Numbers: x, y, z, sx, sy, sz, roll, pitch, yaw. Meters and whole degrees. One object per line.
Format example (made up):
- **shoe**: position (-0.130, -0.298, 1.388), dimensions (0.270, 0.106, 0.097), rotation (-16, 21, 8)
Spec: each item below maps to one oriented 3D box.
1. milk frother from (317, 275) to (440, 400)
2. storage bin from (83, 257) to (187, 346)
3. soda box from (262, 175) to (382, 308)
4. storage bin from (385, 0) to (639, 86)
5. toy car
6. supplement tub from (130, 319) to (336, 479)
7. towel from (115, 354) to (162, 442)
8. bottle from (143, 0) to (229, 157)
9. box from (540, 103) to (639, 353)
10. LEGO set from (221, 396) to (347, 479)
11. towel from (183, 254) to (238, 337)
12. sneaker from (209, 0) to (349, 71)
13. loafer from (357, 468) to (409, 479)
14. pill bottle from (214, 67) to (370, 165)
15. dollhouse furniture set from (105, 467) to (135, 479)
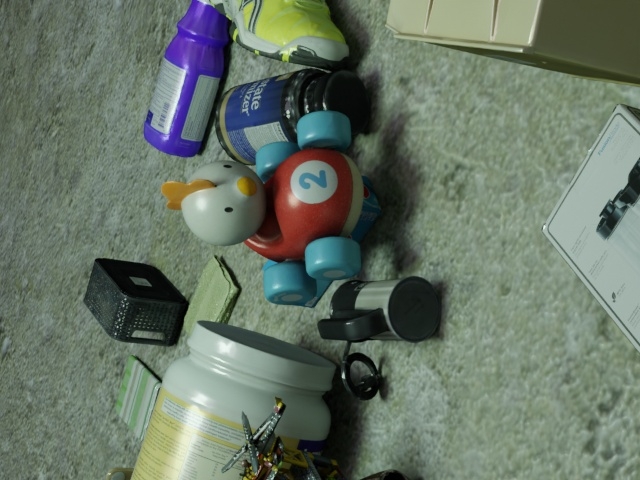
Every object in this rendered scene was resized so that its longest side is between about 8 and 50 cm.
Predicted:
- **milk frother**: position (0.082, 0.127, 1.732), dimensions (0.135, 0.129, 0.143), rotation (-6, 120, 58)
- **storage bin**: position (-0.322, 0.105, 2.340), dimensions (0.180, 0.122, 0.084), rotation (38, 114, 55)
- **soda box**: position (0.000, 0.000, 1.903), dimensions (0.210, 0.067, 0.071), rotation (-54, 40, 35)
- **storage bin**: position (0.243, -0.239, 1.394), dimensions (0.260, 0.262, 0.123), rotation (22, 103, 58)
- **toy car**: position (-0.088, -0.052, 1.767), dimensions (0.210, 0.238, 0.219), rotation (-31, 58, 51)
- **supplement tub**: position (-0.125, 0.297, 1.848), dimensions (0.241, 0.241, 0.331), rotation (22, 94, 58)
- **towel**: position (-0.318, 0.278, 2.390), dimensions (0.152, 0.023, 0.113), rotation (32, 107, 59)
- **bottle**: position (-0.220, -0.288, 2.308), dimensions (0.118, 0.092, 0.283), rotation (38, 114, 54)
- **box**: position (0.351, 0.015, 1.318), dimensions (0.169, 0.087, 0.290), rotation (-63, 36, 26)
- **LEGO set**: position (-0.064, 0.366, 1.572), dimensions (0.255, 0.192, 0.331), rotation (-58, 28, 21)
- **towel**: position (-0.181, 0.108, 2.203), dimensions (0.110, 0.027, 0.148), rotation (52, 126, 51)
- **sneaker**: position (-0.065, -0.370, 2.034), dimensions (0.385, 0.145, 0.147), rotation (49, 123, 49)
- **loafer**: position (0.091, 0.419, 1.585), dimensions (0.130, 0.134, 0.366), rotation (-56, 39, 33)
- **pill bottle**: position (-0.039, -0.180, 1.945), dimensions (0.219, 0.123, 0.123), rotation (-8, 75, 44)
- **dollhouse furniture set**: position (-0.286, 0.432, 2.196), dimensions (0.151, 0.123, 0.144), rotation (33, 110, 56)
